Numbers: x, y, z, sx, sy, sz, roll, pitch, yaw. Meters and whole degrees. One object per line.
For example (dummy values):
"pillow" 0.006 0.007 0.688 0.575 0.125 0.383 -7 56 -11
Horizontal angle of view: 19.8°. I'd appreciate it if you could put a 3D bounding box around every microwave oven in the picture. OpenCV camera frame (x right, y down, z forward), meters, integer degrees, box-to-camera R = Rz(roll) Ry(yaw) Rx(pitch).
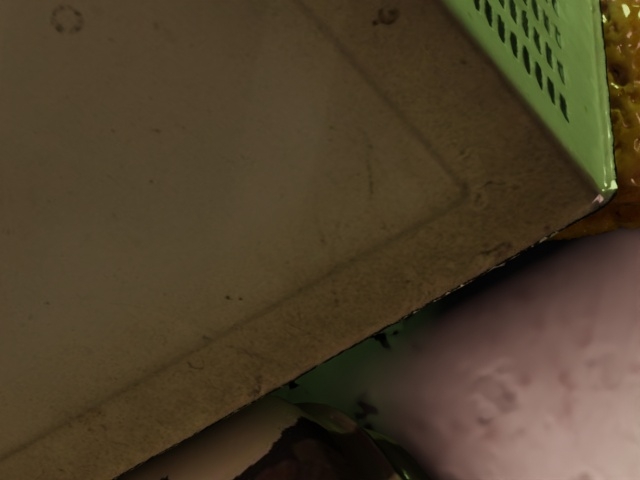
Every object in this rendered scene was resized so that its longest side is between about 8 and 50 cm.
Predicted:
"microwave oven" -0.131 -0.090 0.740 0.394 0.333 0.247 -30 31 25

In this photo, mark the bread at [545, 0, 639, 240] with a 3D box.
"bread" 0.109 -0.136 0.849 0.139 0.077 0.271 -8 76 24

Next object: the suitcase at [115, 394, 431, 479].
"suitcase" -0.041 0.280 0.757 0.351 0.194 0.339 -42 51 8
